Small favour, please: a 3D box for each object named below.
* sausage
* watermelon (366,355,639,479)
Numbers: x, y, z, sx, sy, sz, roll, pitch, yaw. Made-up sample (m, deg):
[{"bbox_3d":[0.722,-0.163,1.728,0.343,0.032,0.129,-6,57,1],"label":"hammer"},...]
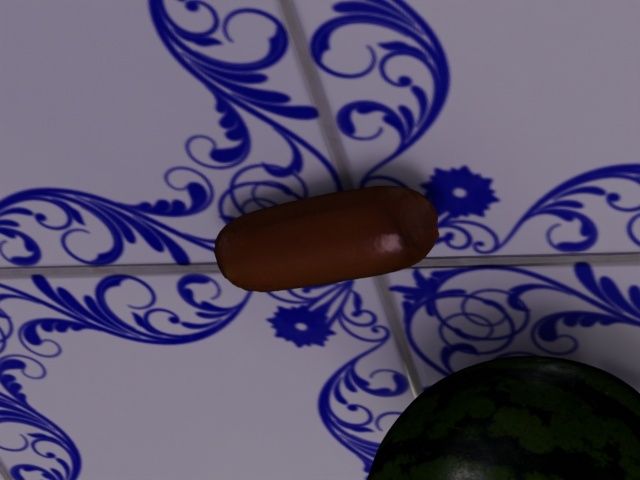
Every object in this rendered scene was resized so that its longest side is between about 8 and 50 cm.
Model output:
[{"bbox_3d":[0.000,0.000,1.349,0.197,0.076,0.076,-12,134,30],"label":"sausage"},{"bbox_3d":[0.173,0.242,1.416,0.285,0.285,0.285,8,140,7],"label":"watermelon"}]
